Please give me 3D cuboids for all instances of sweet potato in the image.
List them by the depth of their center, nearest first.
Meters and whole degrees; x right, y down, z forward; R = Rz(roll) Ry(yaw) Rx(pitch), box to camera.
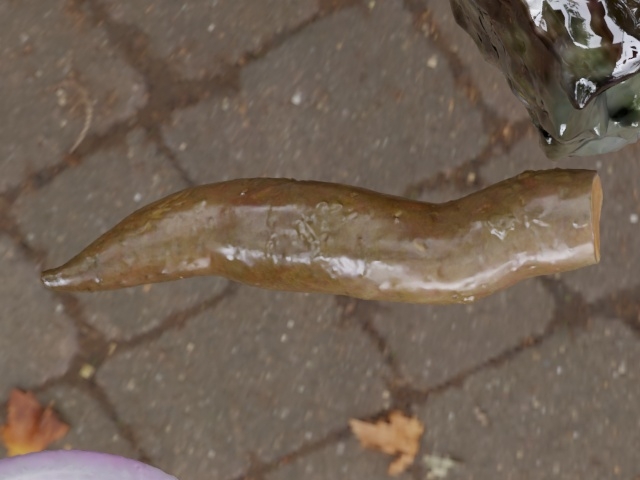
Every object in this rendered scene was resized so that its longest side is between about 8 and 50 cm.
[{"bbox_3d":[0.000,0.000,0.846,0.281,0.067,0.059,-1,156,17],"label":"sweet potato"}]

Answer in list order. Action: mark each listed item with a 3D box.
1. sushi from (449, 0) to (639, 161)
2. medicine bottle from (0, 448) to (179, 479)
[{"bbox_3d":[0.172,-0.218,0.908,0.281,0.299,0.294,-37,74,16],"label":"sushi"},{"bbox_3d":[-0.162,0.270,0.884,0.219,0.219,0.388,27,147,-3],"label":"medicine bottle"}]
